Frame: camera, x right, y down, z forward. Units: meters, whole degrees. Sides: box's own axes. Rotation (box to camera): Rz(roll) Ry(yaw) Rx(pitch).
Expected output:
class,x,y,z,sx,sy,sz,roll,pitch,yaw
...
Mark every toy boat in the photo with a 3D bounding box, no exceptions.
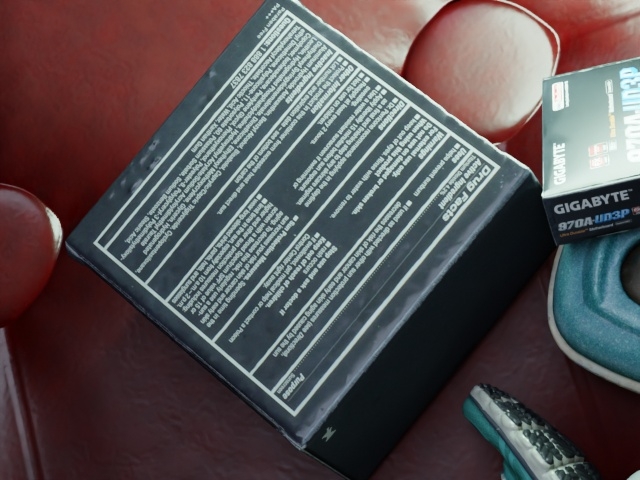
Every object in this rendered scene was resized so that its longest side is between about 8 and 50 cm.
class,x,y,z,sx,sy,sz,roll,pitch,yaw
toy boat,0.301,0.101,1.588,0.267,0.148,0.318,7,74,20

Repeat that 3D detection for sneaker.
class,x,y,z,sx,sy,sz,roll,pitch,yaw
sneaker,0.181,0.236,1.609,0.110,0.107,0.275,-39,60,18

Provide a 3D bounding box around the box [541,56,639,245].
class,x,y,z,sx,sy,sz,roll,pitch,yaw
box,0.274,-0.087,1.648,0.175,0.051,0.220,-12,28,14

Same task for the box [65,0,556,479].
class,x,y,z,sx,sy,sz,roll,pitch,yaw
box,0.000,0.000,1.700,0.294,0.183,0.296,39,88,26
